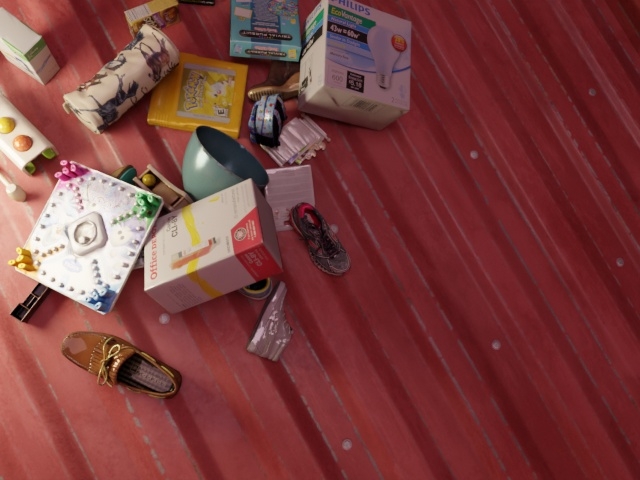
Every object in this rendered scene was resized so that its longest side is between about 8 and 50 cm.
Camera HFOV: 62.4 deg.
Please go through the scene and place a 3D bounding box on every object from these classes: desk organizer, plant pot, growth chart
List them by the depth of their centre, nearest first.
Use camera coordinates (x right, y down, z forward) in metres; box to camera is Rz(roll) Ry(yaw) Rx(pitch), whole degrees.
[{"bbox_3d":[-0.903,0.191,1.651,0.047,0.050,0.130,34,74,-4],"label":"desk organizer"},{"bbox_3d":[-0.344,-0.212,1.761,0.290,0.290,0.195,42,109,-1],"label":"plant pot"},{"bbox_3d":[-0.092,-0.363,1.953,0.237,0.021,0.172,-37,89,-16],"label":"growth chart"}]

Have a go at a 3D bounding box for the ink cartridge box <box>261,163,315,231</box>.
[{"bbox_3d":[-0.114,-0.153,1.902,0.180,0.056,0.225,-8,99,-14],"label":"ink cartridge box"}]

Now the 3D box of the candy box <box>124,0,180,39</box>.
[{"bbox_3d":[-0.598,-0.799,1.889,0.186,0.109,0.053,-29,86,-15],"label":"candy box"}]

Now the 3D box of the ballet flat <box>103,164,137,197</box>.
[{"bbox_3d":[-0.718,-0.102,1.734,0.124,0.116,0.343,13,79,11],"label":"ballet flat"}]

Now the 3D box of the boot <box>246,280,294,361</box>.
[{"bbox_3d":[-0.143,0.275,1.784,0.123,0.095,0.259,26,83,-12],"label":"boot"}]

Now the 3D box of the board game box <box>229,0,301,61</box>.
[{"bbox_3d":[-0.209,-0.828,1.959,0.253,0.079,0.336,1,66,-11],"label":"board game box"}]

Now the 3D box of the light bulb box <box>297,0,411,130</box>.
[{"bbox_3d":[0.125,-0.635,1.914,0.357,0.225,0.362,8,77,-25],"label":"light bulb box"}]

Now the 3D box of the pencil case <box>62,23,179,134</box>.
[{"bbox_3d":[-0.668,-0.540,1.773,0.410,0.160,0.183,-46,57,-9],"label":"pencil case"}]

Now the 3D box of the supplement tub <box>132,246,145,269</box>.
[{"bbox_3d":[-0.596,-0.004,1.711,0.116,0.117,0.191,-12,90,-14],"label":"supplement tub"}]

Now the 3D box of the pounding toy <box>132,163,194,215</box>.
[{"bbox_3d":[-0.517,-0.108,1.741,0.269,0.154,0.155,43,73,0],"label":"pounding toy"}]

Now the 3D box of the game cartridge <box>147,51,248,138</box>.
[{"bbox_3d":[-0.435,-0.527,1.898,0.323,0.052,0.286,7,77,-11],"label":"game cartridge"}]

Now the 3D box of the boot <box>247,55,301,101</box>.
[{"bbox_3d":[-0.168,-0.624,1.973,0.248,0.090,0.207,-13,70,-13],"label":"boot"}]

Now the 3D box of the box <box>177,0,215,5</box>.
[{"bbox_3d":[-0.490,-0.982,1.984,0.190,0.045,0.184,0,76,-11],"label":"box"}]

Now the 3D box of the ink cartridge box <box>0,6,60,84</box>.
[{"bbox_3d":[-0.966,-0.626,1.722,0.154,0.212,0.093,36,77,-4],"label":"ink cartridge box"}]

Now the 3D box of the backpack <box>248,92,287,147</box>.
[{"bbox_3d":[-0.186,-0.432,1.854,0.116,0.173,0.158,11,70,2],"label":"backpack"}]

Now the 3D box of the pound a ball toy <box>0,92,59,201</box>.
[{"bbox_3d":[-1.007,-0.309,1.688,0.319,0.136,0.208,46,73,0],"label":"pound a ball toy"}]

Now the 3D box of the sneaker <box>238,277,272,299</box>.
[{"bbox_3d":[-0.297,0.089,1.720,0.318,0.208,0.127,21,76,-6],"label":"sneaker"}]

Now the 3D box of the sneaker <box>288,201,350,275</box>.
[{"bbox_3d":[0.000,0.000,1.844,0.121,0.112,0.299,-42,98,-16],"label":"sneaker"}]

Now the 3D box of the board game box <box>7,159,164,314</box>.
[{"bbox_3d":[-0.729,-0.023,1.632,0.389,0.050,0.390,21,82,18],"label":"board game box"}]

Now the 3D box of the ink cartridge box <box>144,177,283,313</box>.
[{"bbox_3d":[-0.333,0.019,1.611,0.384,0.160,0.279,-22,50,8],"label":"ink cartridge box"}]

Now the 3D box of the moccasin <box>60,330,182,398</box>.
[{"bbox_3d":[-0.612,0.387,1.622,0.379,0.147,0.139,31,74,-4],"label":"moccasin"}]
